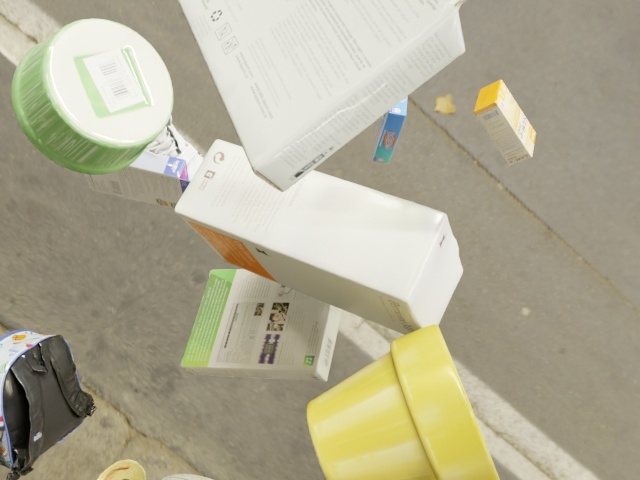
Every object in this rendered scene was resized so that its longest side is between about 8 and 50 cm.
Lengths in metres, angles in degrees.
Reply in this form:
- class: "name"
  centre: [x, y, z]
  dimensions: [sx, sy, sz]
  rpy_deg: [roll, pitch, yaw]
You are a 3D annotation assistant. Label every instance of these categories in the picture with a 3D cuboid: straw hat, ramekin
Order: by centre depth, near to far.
- class: "ramekin"
  centre: [-0.451, -0.298, 1.503]
  dimensions: [0.304, 0.148, 0.303]
  rpy_deg: [11, 72, -37]
- class: "straw hat"
  centre: [-0.402, 0.527, 1.517]
  dimensions: [0.144, 0.144, 0.061]
  rpy_deg: [-42, 128, -16]

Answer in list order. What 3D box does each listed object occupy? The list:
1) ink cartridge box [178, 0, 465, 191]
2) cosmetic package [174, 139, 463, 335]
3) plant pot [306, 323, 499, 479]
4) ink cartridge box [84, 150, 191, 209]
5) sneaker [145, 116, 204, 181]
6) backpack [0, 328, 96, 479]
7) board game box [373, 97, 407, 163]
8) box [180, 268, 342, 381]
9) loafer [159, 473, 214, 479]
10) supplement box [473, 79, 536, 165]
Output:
- class: "ink cartridge box"
  centre: [0.010, -0.183, 0.552]
  dimensions: [0.224, 0.045, 0.223]
  rpy_deg: [-37, 53, 16]
- class: "cosmetic package"
  centre: [0.000, 0.000, 1.292]
  dimensions: [0.454, 0.230, 0.161]
  rpy_deg: [20, 73, 25]
- class: "plant pot"
  centre: [0.117, 0.287, 1.144]
  dimensions: [0.239, 0.254, 0.253]
  rpy_deg: [-21, 90, 6]
- class: "ink cartridge box"
  centre: [-0.431, -0.155, 1.818]
  dimensions: [0.311, 0.185, 0.065]
  rpy_deg: [15, 65, 3]
- class: "sneaker"
  centre: [-0.395, -0.229, 1.844]
  dimensions: [0.366, 0.210, 0.137]
  rpy_deg: [45, 82, -11]
- class: "backpack"
  centre: [-0.646, 0.328, 1.609]
  dimensions: [0.213, 0.276, 0.263]
  rpy_deg: [12, 114, 15]
- class: "board game box"
  centre: [0.183, -0.325, 1.917]
  dimensions: [0.047, 0.210, 0.160]
  rpy_deg: [10, 62, -4]
- class: "box"
  centre: [-0.114, 0.166, 1.511]
  dimensions: [0.058, 0.322, 0.232]
  rpy_deg: [53, 44, -49]
- class: "loafer"
  centre: [-0.145, 0.443, 1.084]
  dimensions: [0.111, 0.320, 0.111]
  rpy_deg: [1, 104, -56]
- class: "supplement box"
  centre: [0.253, -0.160, 1.007]
  dimensions: [0.098, 0.036, 0.062]
  rpy_deg: [49, 40, -23]
